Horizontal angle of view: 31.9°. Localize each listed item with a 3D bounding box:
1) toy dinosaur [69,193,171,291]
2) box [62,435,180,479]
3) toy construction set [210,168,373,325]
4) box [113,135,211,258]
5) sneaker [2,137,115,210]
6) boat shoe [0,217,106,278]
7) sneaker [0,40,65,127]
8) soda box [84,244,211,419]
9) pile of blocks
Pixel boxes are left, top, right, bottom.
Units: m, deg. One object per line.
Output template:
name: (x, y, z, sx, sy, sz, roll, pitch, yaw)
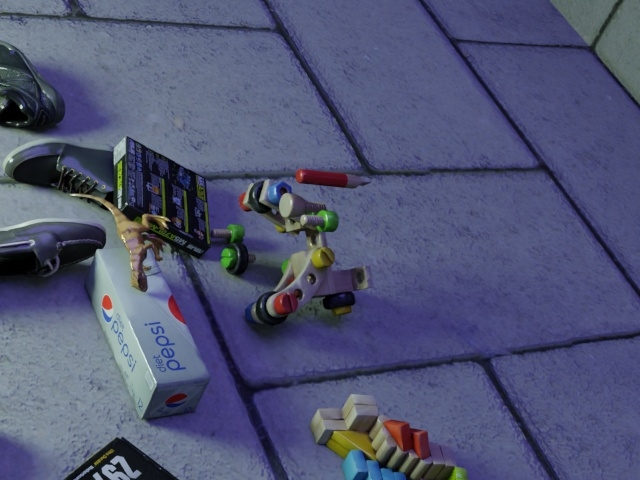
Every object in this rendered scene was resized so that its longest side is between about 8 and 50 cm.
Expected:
toy dinosaur: (-0.304, -0.017, 1.795, 0.112, 0.064, 0.211, -5, 52, -42)
box: (-0.260, 0.417, 1.439, 0.257, 0.079, 0.322, 34, 27, 11)
toy construction set: (0.000, 0.000, 1.937, 0.237, 0.309, 0.257, 3, 52, -33)
box: (-0.284, -0.079, 2.005, 0.184, 0.045, 0.191, 30, 32, -34)
sneaker: (-0.438, -0.112, 1.970, 0.222, 0.083, 0.118, -5, 49, -34)
boat shoe: (-0.502, 0.031, 1.768, 0.335, 0.112, 0.095, -2, 59, -24)
sneaker: (-0.593, -0.291, 2.080, 0.227, 0.087, 0.130, 45, 36, 14)
soda box: (-0.277, 0.140, 1.772, 0.098, 0.091, 0.286, -4, 48, -33)
pile of blocks: (0.148, 0.361, 1.745, 0.362, 0.112, 0.149, 30, 39, 5)
